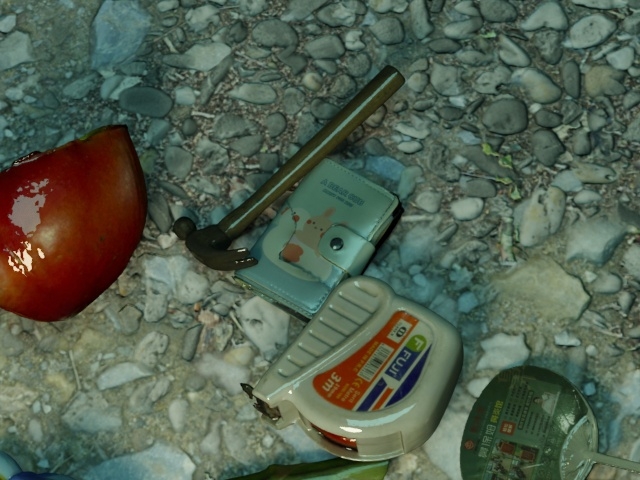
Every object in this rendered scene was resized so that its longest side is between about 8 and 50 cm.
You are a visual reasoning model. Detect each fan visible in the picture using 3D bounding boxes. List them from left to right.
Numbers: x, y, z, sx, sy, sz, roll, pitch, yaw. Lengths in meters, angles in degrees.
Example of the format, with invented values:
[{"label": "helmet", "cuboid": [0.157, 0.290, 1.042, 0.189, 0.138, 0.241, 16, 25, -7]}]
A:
[{"label": "fan", "cuboid": [0.323, 0.317, 1.791, 0.223, 0.012, 0.294, -44, 56, -4]}]

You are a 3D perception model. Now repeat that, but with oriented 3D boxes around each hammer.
[{"label": "hammer", "cuboid": [-0.037, -0.123, 1.974, 0.440, 0.044, 0.168, -44, 45, -7]}]

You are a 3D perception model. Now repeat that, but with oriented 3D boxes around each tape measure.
[{"label": "tape measure", "cuboid": [0.062, 0.197, 1.825, 0.265, 0.130, 0.258, 29, 63, 24]}]

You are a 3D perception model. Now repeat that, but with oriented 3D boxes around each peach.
[{"label": "peach", "cuboid": [-0.409, -0.045, 1.905, 0.281, 0.281, 0.338, 23, 81, 14]}]

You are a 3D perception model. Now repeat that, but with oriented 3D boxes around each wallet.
[{"label": "wallet", "cuboid": [0.000, 0.000, 1.958, 0.176, 0.075, 0.250, 29, 73, 22]}]

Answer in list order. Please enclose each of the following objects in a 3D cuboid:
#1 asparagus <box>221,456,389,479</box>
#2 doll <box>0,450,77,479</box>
[{"label": "asparagus", "cuboid": [-0.030, 0.358, 1.821, 0.278, 0.060, 0.067, -10, 64, 0]}, {"label": "doll", "cuboid": [-0.393, 0.462, 1.743, 0.376, 0.187, 0.365, -3, 67, 4]}]
